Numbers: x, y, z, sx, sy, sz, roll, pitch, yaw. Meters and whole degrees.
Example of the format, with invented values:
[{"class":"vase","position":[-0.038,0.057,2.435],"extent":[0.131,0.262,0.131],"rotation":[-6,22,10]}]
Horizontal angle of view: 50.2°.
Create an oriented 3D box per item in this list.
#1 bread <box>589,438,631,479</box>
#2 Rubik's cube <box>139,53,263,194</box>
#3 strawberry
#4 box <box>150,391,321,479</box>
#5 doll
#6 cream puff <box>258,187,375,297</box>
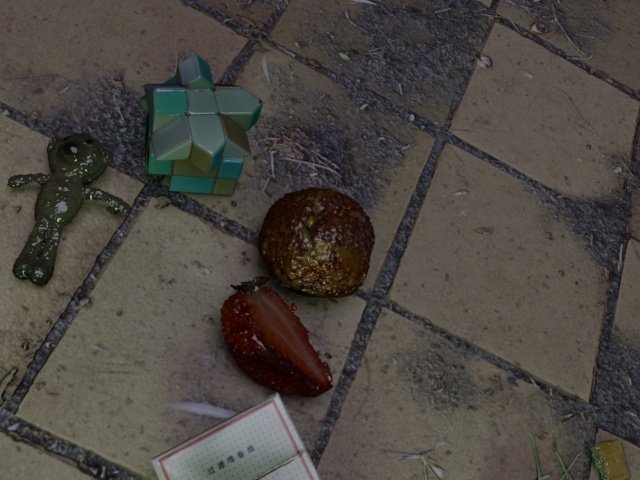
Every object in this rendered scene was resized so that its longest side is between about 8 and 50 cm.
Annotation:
[{"class":"bread","position":[0.569,0.434,1.338],"extent":[0.070,0.035,0.083],"rotation":[-9,72,-23]},{"class":"Rubik's cube","position":[-0.233,-0.229,1.316],"extent":[0.224,0.213,0.265],"rotation":[1,60,-17]},{"class":"strawberry","position":[-0.097,0.187,1.208],"extent":[0.175,0.107,0.236],"rotation":[13,44,-52]},{"class":"box","position":[-0.084,0.422,1.007],"extent":[0.210,0.095,0.330],"rotation":[-25,76,-13]},{"class":"doll","position":[-0.479,-0.070,1.229],"extent":[0.203,0.091,0.286],"rotation":[34,67,15]},{"class":"cream puff","position":[-0.001,0.000,1.301],"extent":[0.240,0.164,0.240],"rotation":[16,56,-24]}]
